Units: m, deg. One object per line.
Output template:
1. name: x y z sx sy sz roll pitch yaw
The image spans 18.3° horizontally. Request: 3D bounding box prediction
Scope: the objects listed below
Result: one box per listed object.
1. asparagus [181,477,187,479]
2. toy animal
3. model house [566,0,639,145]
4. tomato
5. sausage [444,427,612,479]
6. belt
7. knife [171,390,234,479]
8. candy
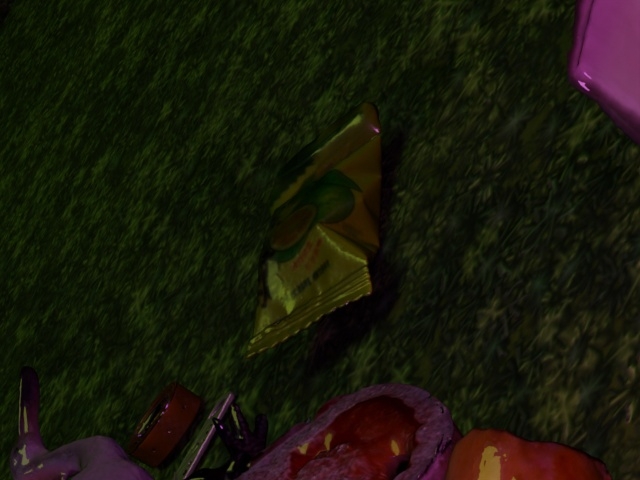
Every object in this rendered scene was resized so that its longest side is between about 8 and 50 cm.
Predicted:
1. asparagus: -0.127 0.233 1.646 0.287 0.080 0.080 -16 47 63
2. toy animal: -0.156 0.211 1.549 0.324 0.090 0.195 4 71 46
3. model house: 0.290 -0.167 1.110 0.237 0.202 0.237 -43 -25 -25
4. tomato: 0.017 0.211 1.221 0.214 0.155 0.181 -34 18 -10
5. sausage: 0.090 0.237 1.086 0.109 0.109 0.270 -27 38 56
6. belt: -0.143 0.170 1.834 0.083 0.036 0.059 -53 14 15
7. knife: -0.131 0.223 1.760 0.207 0.014 0.030 -60 18 -5
8. candy: 0.000 0.000 1.690 0.149 0.069 0.246 -40 22 31
